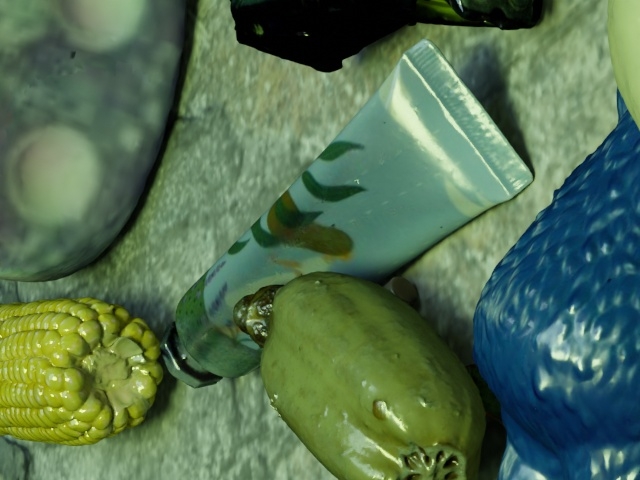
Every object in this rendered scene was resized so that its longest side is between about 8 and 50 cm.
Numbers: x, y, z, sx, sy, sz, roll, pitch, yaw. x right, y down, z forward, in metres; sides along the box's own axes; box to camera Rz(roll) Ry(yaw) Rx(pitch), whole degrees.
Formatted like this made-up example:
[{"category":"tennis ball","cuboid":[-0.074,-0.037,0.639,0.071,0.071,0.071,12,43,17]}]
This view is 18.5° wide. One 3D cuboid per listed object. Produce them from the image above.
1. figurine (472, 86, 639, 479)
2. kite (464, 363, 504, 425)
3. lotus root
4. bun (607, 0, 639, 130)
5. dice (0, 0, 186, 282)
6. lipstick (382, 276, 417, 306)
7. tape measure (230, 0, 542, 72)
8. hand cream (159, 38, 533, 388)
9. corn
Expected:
[{"category":"figurine","cuboid":[0.134,0.010,0.805,0.164,0.120,0.262,-2,74,56]},{"category":"kite","cuboid":[0.094,0.141,0.925,0.244,0.006,0.198,-53,40,30]},{"category":"lotus root","cuboid":[0.020,0.068,0.982,0.183,0.077,0.090,40,117,51]},{"category":"bun","cuboid":[0.228,-0.102,0.676,0.259,0.160,0.259,-8,73,27]},{"category":"dice","cuboid":[-0.266,-0.132,1.297,0.270,0.270,0.271,18,94,56]},{"category":"lipstick","cuboid":[0.018,0.051,1.053,0.094,0.019,0.019,-43,47,38]},{"category":"tape measure","cuboid":[0.039,-0.190,1.025,0.199,0.112,0.186,-3,84,49]},{"category":"hand cream","cuboid":[0.000,0.000,1.058,0.271,0.058,0.091,-40,82,41]},{"category":"corn","cuboid":[-0.186,0.084,1.269,0.244,0.093,0.093,-5,75,59]}]
